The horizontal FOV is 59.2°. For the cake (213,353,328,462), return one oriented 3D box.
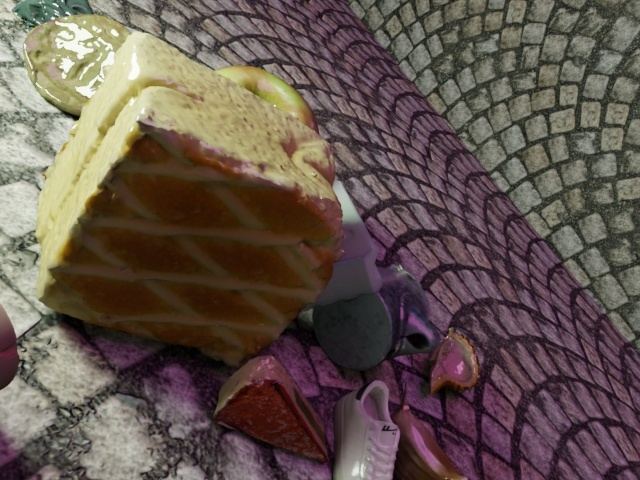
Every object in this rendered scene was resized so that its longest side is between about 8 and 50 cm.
[{"bbox_3d":[-0.049,0.263,0.898,0.220,0.116,0.086,28,27,-21],"label":"cake"}]

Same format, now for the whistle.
[{"bbox_3d":[0.063,0.096,1.169,0.168,0.188,0.404,-11,58,-54],"label":"whistle"}]

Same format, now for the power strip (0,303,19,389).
[{"bbox_3d":[-0.417,0.116,0.619,0.154,0.154,0.078,45,28,4],"label":"power strip"}]

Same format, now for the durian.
[{"bbox_3d":[0.285,0.299,1.292,0.224,0.078,0.140,-27,84,-47],"label":"durian"}]

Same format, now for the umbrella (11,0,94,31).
[{"bbox_3d":[-0.559,-0.469,1.238,0.143,0.094,0.349,-33,81,-41],"label":"umbrella"}]

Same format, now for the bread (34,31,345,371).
[{"bbox_3d":[-0.198,-0.038,0.859,0.390,0.371,0.279,27,29,-32],"label":"bread"}]

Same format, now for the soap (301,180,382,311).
[{"bbox_3d":[0.000,0.000,1.085,0.173,0.095,0.289,-13,35,-5],"label":"soap"}]

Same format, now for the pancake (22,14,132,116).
[{"bbox_3d":[-0.476,-0.360,1.158,0.242,0.050,0.242,4,78,-20],"label":"pancake"}]

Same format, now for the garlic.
[{"bbox_3d":[0.174,0.369,1.010,0.090,0.128,0.198,-7,57,-34],"label":"garlic"}]

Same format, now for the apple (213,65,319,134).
[{"bbox_3d":[-0.163,-0.203,1.194,0.319,0.277,0.319,17,49,-21],"label":"apple"}]

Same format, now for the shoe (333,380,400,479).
[{"bbox_3d":[0.084,0.355,0.946,0.095,0.110,0.265,27,31,-27],"label":"shoe"}]
